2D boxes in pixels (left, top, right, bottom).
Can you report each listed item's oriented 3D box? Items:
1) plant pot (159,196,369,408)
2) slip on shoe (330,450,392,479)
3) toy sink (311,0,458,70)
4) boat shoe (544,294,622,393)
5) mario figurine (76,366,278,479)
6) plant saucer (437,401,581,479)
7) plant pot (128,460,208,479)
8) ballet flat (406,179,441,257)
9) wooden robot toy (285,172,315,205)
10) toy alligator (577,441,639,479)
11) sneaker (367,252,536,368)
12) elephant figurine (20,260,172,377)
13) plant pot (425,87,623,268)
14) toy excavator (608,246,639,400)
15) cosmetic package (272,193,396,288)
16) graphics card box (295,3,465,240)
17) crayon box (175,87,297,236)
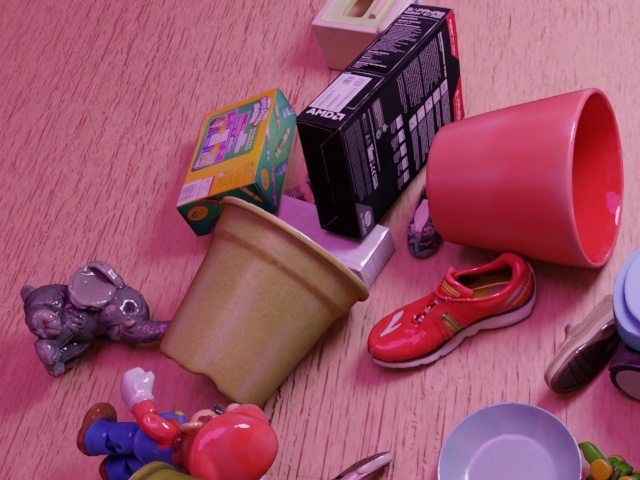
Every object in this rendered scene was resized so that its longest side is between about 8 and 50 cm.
[{"bbox_3d":[-0.105,0.114,1.478,0.276,0.276,0.254,26,77,34],"label":"plant pot"},{"bbox_3d":[0.047,0.346,1.360,0.135,0.051,0.041,-29,88,-14],"label":"slip on shoe"},{"bbox_3d":[0.127,-0.417,1.877,0.234,0.131,0.153,17,61,30],"label":"toy sink"},{"bbox_3d":[0.380,0.146,1.385,0.190,0.068,0.072,-36,36,-22],"label":"boat shoe"},{"bbox_3d":[-0.189,0.282,1.397,0.320,0.198,0.170,-6,69,34],"label":"mario figurine"},{"bbox_3d":[0.257,0.314,1.304,0.194,0.037,0.195,-12,50,14],"label":"plant saucer"},{"bbox_3d":[-0.068,0.477,1.125,0.352,0.366,0.367,9,56,12],"label":"plant pot"},{"bbox_3d":[0.189,-0.060,1.613,0.070,0.070,0.188,3,54,22],"label":"ballet flat"},{"bbox_3d":[0.017,-0.116,1.712,0.173,0.079,0.076,-12,50,11],"label":"wooden robot toy"},{"bbox_3d":[0.405,0.327,1.235,0.189,0.056,0.051,31,108,37],"label":"toy alligator"},{"bbox_3d":[0.189,0.094,1.454,0.279,0.118,0.107,-26,48,-1],"label":"sneaker"},{"bbox_3d":[-0.371,0.124,1.641,0.239,0.186,0.169,-23,5,-11],"label":"elephant figurine"},{"bbox_3d":[0.312,-0.091,1.482,0.243,0.275,0.275,-1,52,33],"label":"plant pot"},{"bbox_3d":[0.556,0.055,1.130,0.432,0.445,0.222,18,61,31],"label":"toy excavator"},{"bbox_3d":[0.000,0.000,1.638,0.239,0.060,0.099,19,58,32],"label":"cosmetic package"},{"bbox_3d":[0.112,-0.203,1.604,0.094,0.233,0.371,17,50,30],"label":"graphics card box"},{"bbox_3d":[-0.147,-0.147,1.754,0.165,0.081,0.278,-16,40,24],"label":"crayon box"}]
